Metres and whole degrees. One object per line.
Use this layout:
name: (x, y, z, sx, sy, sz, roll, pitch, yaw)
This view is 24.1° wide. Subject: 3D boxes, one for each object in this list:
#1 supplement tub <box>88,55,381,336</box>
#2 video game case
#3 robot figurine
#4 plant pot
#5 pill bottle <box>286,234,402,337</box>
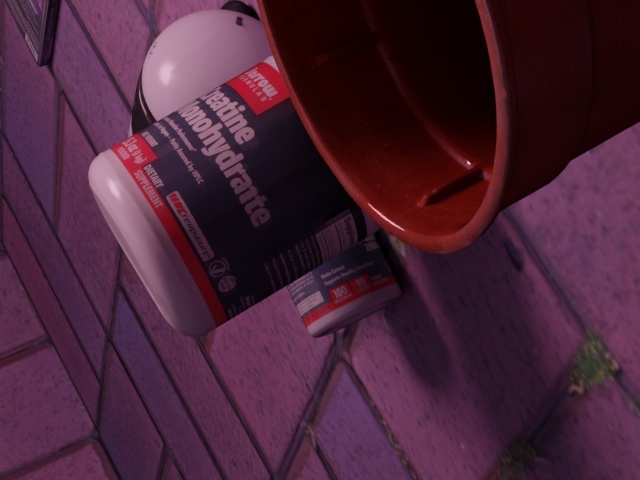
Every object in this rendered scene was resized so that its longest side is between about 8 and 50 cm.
supplement tub: (-0.056, -0.053, 1.371, 0.191, 0.272, 0.191, 57, 171, 14)
video game case: (-0.464, -0.419, 2.346, 0.196, 0.026, 0.274, 62, 157, 14)
robot figurine: (-0.116, -0.130, 1.624, 0.209, 0.173, 0.278, 57, 157, 15)
plant pot: (0.134, -0.167, 0.872, 0.272, 0.265, 0.272, 50, 153, 37)
pill bottle: (0.000, 0.000, 1.561, 0.180, 0.108, 0.108, 63, 158, 8)
